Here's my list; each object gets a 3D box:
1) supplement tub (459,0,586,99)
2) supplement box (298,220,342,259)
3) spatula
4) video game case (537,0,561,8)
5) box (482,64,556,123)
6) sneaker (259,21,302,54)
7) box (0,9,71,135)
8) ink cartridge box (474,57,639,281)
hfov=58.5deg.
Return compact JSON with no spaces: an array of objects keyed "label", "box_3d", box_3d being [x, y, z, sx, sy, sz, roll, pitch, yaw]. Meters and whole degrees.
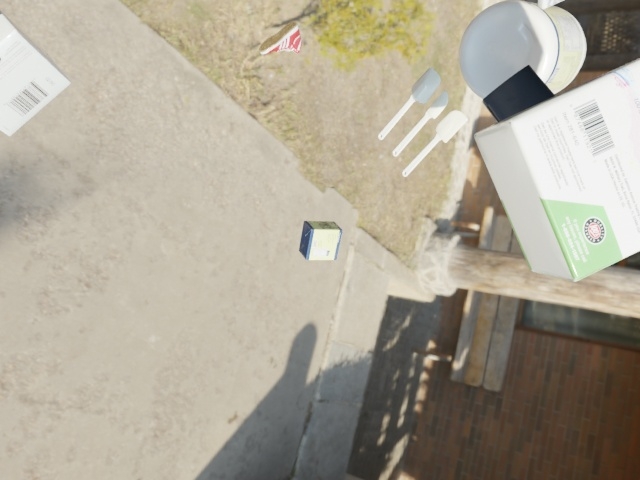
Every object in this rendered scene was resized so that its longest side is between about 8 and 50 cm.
[{"label":"supplement tub","box_3d":[0.521,-0.474,1.444,0.324,0.235,0.236,-22,115,-48]},{"label":"supplement box","box_3d":[0.000,0.000,1.403,0.083,0.056,0.083,1,114,-23]},{"label":"spatula","box_3d":[0.240,-0.282,1.403,0.019,0.242,0.168,-20,72,-39]},{"label":"video game case","box_3d":[0.529,-0.600,1.162,0.183,0.023,0.201,-26,137,-7]},{"label":"box","box_3d":[0.428,-0.211,1.110,0.207,0.108,0.153,27,34,-49]},{"label":"sneaker","box_3d":[-0.092,-0.469,1.386,0.118,0.042,0.067,-41,142,-13]},{"label":"box","box_3d":[-0.653,-0.346,1.168,0.181,0.119,0.182,-43,158,-4]},{"label":"ink cartridge box","box_3d":[0.367,-0.102,0.702,0.117,0.278,0.201,-158,-137,-83]}]
